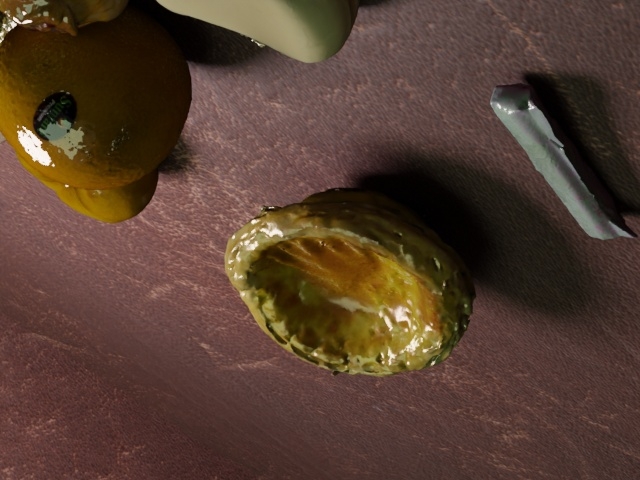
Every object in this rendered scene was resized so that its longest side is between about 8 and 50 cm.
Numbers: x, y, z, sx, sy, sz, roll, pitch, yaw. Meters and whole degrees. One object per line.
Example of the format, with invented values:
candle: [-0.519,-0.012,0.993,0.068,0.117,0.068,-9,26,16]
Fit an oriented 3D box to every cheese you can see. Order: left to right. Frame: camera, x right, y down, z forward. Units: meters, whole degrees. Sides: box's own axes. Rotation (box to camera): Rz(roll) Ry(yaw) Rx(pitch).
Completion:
cheese: [-0.081,-0.311,1.702,0.266,0.127,0.233,27,160,10]

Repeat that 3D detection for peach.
peach: [-0.381,-0.131,2.386,0.251,0.153,0.251,23,149,15]

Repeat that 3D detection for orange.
orange: [-0.313,-0.202,2.004,0.274,0.274,0.274,24,156,11]

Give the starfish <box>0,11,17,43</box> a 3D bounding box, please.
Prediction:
starfish: [-0.475,-0.322,2.200,0.347,0.078,0.358,12,152,40]

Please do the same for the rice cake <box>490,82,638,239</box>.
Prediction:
rice cake: [0.305,-0.094,1.804,0.081,0.051,0.290,16,157,49]

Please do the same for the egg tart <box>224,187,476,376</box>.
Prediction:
egg tart: [0.052,0.048,2.167,0.388,0.169,0.388,11,142,8]

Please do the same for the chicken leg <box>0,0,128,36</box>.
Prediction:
chicken leg: [-0.421,-0.403,1.781,0.295,0.182,0.409,36,-176,36]

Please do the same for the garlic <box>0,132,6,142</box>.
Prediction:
garlic: [-0.625,-0.257,2.386,0.279,0.132,0.325,42,164,4]
